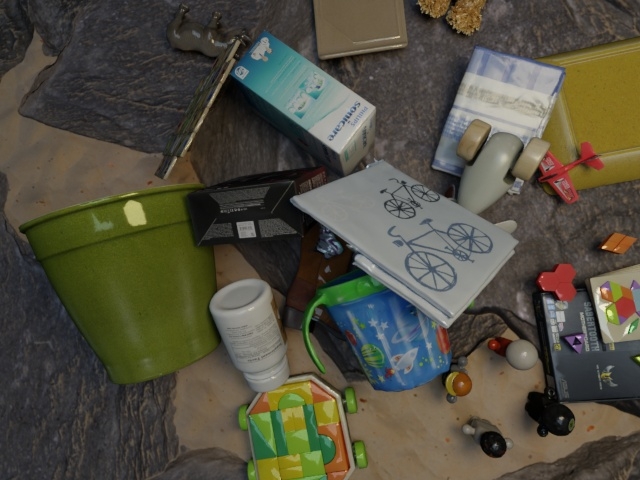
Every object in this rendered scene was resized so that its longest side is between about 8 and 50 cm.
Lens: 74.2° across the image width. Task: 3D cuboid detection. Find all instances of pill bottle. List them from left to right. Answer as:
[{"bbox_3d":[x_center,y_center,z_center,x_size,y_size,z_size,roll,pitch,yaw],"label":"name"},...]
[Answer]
[{"bbox_3d":[-0.141,0.208,0.912,0.131,0.131,0.229,-11,116,6],"label":"pill bottle"}]

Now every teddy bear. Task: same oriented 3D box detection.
[{"bbox_3d":[0.363,-0.657,0.997,0.338,0.113,0.245,-45,83,1],"label":"teddy bear"}]

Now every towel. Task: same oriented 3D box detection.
[{"bbox_3d":[0.392,-0.263,0.947,0.210,0.034,0.284,19,105,8],"label":"towel"}]

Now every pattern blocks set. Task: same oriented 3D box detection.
[{"bbox_3d":[0.641,0.125,0.861,0.325,0.026,0.285,-23,82,0],"label":"pattern blocks set"}]

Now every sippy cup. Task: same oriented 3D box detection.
[{"bbox_3d":[0.137,0.156,0.816,0.306,0.240,0.223,-21,88,22],"label":"sippy cup"}]

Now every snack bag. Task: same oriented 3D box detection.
[{"bbox_3d":[0.154,-0.026,0.761,0.343,0.323,0.037,36,130,23],"label":"snack bag"}]

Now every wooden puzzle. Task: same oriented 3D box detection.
[{"bbox_3d":[0.096,-0.565,1.057,0.221,0.044,0.238,-5,79,7],"label":"wooden puzzle"}]

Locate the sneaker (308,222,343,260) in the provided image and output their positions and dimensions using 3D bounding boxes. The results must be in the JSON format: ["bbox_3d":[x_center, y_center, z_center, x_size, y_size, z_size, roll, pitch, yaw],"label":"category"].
[{"bbox_3d":[0.000,0.000,0.948,0.069,0.038,0.098,-31,71,-2],"label":"sneaker"}]

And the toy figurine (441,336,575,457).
[{"bbox_3d":[0.372,0.318,0.868,0.210,0.148,0.212,-25,82,4],"label":"toy figurine"}]

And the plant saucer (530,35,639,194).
[{"bbox_3d":[0.644,-0.295,0.937,0.333,0.081,0.332,-11,83,6],"label":"plant saucer"}]

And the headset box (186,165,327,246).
[{"bbox_3d":[-0.109,-0.085,0.908,0.218,0.293,0.110,-4,105,15],"label":"headset box"}]

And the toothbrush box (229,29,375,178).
[{"bbox_3d":[-0.027,-0.290,0.951,0.296,0.216,0.126,37,89,8],"label":"toothbrush box"}]

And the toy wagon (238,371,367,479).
[{"bbox_3d":[-0.033,0.477,0.941,0.268,0.068,0.343,-12,82,6],"label":"toy wagon"}]

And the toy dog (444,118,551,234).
[{"bbox_3d":[0.340,-0.103,0.909,0.220,0.161,0.333,52,126,13],"label":"toy dog"}]

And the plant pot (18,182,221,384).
[{"bbox_3d":[-0.375,0.096,0.910,0.367,0.366,0.352,-16,94,5],"label":"plant pot"}]

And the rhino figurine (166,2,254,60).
[{"bbox_3d":[-0.282,-0.521,1.080,0.244,0.073,0.106,16,82,7],"label":"rhino figurine"}]

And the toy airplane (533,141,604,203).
[{"bbox_3d":[0.522,-0.156,0.898,0.151,0.151,0.028,42,55,9],"label":"toy airplane"}]

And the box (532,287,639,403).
[{"bbox_3d":[0.571,0.217,0.899,0.184,0.059,0.232,-5,83,5],"label":"box"}]

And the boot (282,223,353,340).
[{"bbox_3d":[0.061,0.087,0.981,0.264,0.096,0.280,10,78,15],"label":"boot"}]

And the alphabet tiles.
[{"bbox_3d":[-0.291,-0.295,0.976,0.011,0.285,0.342,29,88,-29],"label":"alphabet tiles"}]
